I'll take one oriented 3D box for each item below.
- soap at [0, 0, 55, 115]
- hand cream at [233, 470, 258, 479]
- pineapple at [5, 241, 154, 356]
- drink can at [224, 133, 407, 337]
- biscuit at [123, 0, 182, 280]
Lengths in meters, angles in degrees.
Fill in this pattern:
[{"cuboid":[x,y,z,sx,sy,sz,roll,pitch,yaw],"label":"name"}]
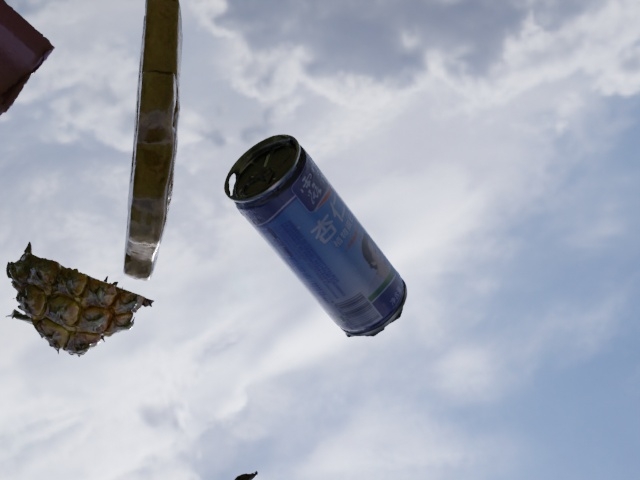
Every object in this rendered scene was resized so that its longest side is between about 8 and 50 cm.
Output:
[{"cuboid":[-0.503,-0.287,1.166,0.233,0.359,0.128,-1,-129,54],"label":"soap"},{"cuboid":[-0.123,0.243,0.937,0.163,0.039,0.062,-18,-161,39],"label":"hand cream"},{"cuboid":[-0.476,0.109,1.817,0.335,0.158,0.161,22,177,35],"label":"pineapple"},{"cuboid":[0.000,0.000,1.110,0.097,0.235,0.097,-26,-144,20],"label":"drink can"},{"cuboid":[-0.132,-0.096,0.830,0.035,0.184,0.248,5,-117,-12],"label":"biscuit"}]
